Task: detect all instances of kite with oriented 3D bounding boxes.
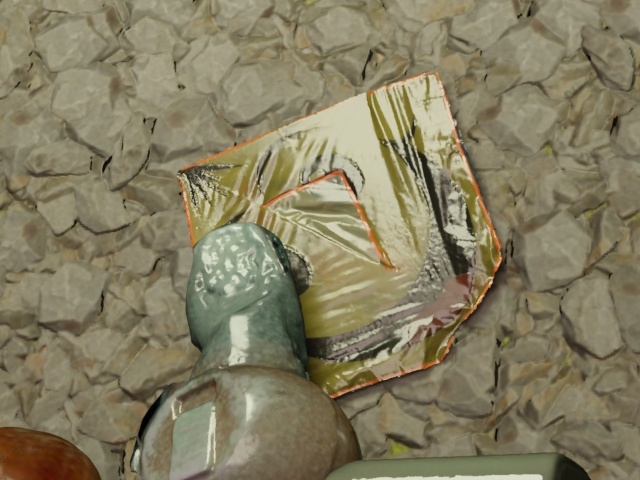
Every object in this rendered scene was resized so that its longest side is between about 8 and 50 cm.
[{"bbox_3d":[-0.001,-0.001,1.475,0.327,0.013,0.377,27,81,23],"label":"kite"}]

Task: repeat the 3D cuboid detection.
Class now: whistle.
[{"bbox_3d":[-0.054,0.137,1.370,0.189,0.189,0.347,-12,51,10],"label":"whistle"}]

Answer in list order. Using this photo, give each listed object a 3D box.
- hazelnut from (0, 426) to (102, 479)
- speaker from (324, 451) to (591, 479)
[{"bbox_3d":[-0.278,0.243,1.368,0.214,0.176,0.214,-2,42,2],"label":"hazelnut"},{"bbox_3d":[0.095,0.361,1.206,0.184,0.183,0.406,0,75,20],"label":"speaker"}]
